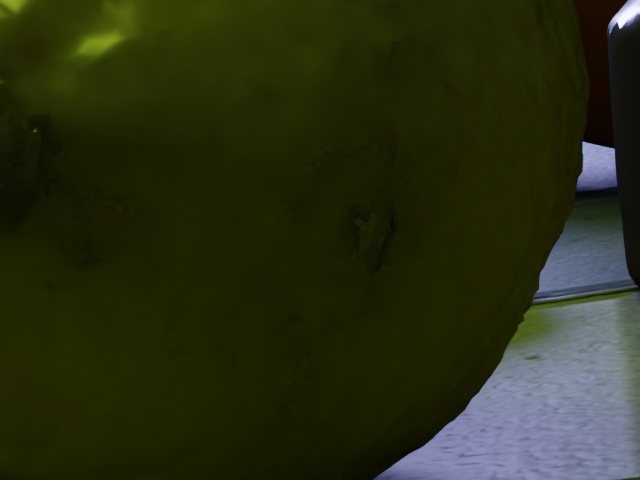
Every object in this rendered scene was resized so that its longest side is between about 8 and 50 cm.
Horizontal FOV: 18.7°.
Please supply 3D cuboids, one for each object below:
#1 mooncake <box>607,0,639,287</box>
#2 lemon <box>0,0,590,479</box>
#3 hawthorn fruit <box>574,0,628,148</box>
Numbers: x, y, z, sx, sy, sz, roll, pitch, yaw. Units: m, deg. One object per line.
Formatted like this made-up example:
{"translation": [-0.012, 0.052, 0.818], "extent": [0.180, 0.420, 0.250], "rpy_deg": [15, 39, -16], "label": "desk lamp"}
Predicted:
{"translation": [0.264, -0.071, 0.847], "extent": [0.284, 0.155, 0.284], "rpy_deg": [-11, 6, 1], "label": "mooncake"}
{"translation": [-0.055, -0.032, 0.602], "extent": [0.268, 0.268, 0.322], "rpy_deg": [-6, 11, 25], "label": "lemon"}
{"translation": [0.288, -0.282, 1.236], "extent": [0.472, 0.471, 0.472], "rpy_deg": [-10, 8, 1], "label": "hawthorn fruit"}
